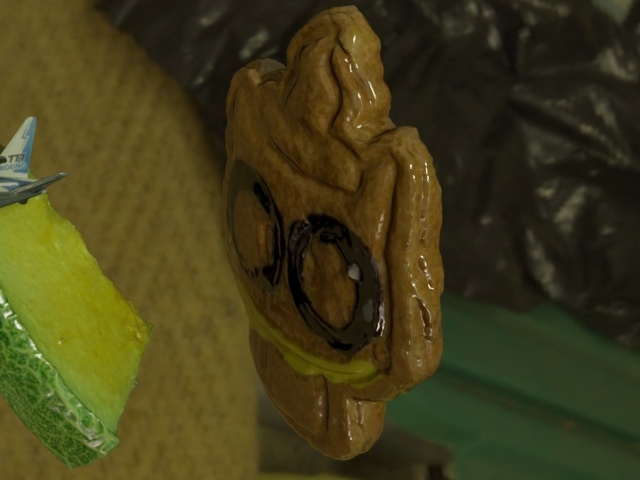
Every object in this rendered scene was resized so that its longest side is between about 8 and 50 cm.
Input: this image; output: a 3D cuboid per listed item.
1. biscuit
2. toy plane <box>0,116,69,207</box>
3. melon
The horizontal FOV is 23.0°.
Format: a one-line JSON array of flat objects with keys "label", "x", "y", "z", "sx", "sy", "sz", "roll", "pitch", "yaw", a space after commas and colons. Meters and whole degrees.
[{"label": "biscuit", "x": 0.000, "y": 0.000, "z": 0.941, "sx": 0.041, "sy": 0.208, "sz": 0.290, "roll": -16, "pitch": 122, "yaw": -31}, {"label": "toy plane", "x": -0.256, "y": -0.018, "z": 0.904, "sx": 0.226, "sy": 0.226, "sz": 0.058, "roll": -20, "pitch": 90, "yaw": -32}, {"label": "melon", "x": -0.182, "y": 0.013, "z": 0.992, "sx": 0.114, "sy": 0.053, "sz": 0.261, "roll": -33, "pitch": 101, "yaw": -33}]
